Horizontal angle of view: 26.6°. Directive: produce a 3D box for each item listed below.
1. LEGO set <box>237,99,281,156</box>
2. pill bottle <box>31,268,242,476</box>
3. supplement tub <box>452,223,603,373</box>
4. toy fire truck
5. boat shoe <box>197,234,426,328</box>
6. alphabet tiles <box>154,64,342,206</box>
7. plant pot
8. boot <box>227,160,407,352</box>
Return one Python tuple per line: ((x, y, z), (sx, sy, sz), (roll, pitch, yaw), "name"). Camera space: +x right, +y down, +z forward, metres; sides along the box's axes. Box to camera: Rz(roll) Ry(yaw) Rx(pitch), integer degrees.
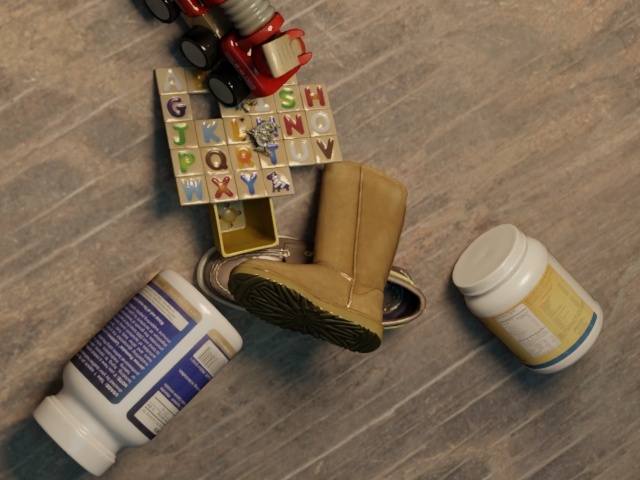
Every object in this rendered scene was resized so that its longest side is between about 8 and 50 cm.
((-0.082, -0.152, 1.819), (0.054, 0.023, 0.083), (-41, 87, -25), "LEGO set")
((-0.244, 0.177, 1.798), (0.265, 0.153, 0.153), (-45, 111, -9), "pill bottle")
((0.304, 0.085, 1.996), (0.200, 0.144, 0.144), (44, 82, -21), "supplement tub")
((-0.098, -0.278, 1.714), (0.158, 0.246, 0.217), (-46, 112, -25), "toy fire truck")
((-0.008, 0.063, 1.899), (0.324, 0.097, 0.116), (10, 94, -22), "boat shoe")
((-0.092, -0.150, 1.834), (0.237, 0.009, 0.198), (-7, 73, -19), "alphabet tiles")
((-0.113, -0.030, 1.852), (0.081, 0.083, 0.081), (-13, 103, -18), "plant pot")
((0.000, 0.000, 1.834), (0.236, 0.089, 0.269), (27, 49, -22), "boot")
